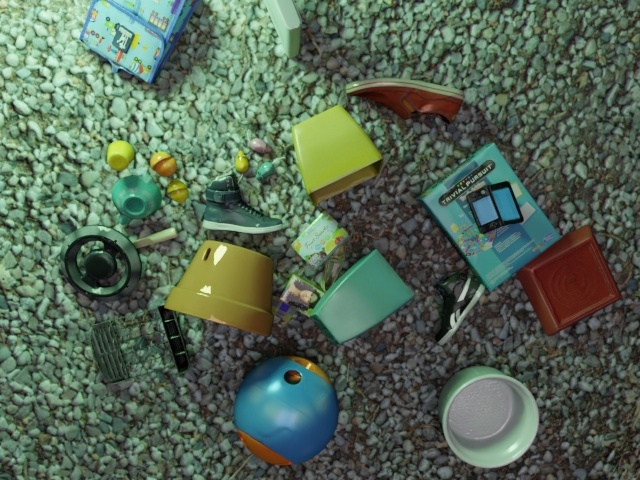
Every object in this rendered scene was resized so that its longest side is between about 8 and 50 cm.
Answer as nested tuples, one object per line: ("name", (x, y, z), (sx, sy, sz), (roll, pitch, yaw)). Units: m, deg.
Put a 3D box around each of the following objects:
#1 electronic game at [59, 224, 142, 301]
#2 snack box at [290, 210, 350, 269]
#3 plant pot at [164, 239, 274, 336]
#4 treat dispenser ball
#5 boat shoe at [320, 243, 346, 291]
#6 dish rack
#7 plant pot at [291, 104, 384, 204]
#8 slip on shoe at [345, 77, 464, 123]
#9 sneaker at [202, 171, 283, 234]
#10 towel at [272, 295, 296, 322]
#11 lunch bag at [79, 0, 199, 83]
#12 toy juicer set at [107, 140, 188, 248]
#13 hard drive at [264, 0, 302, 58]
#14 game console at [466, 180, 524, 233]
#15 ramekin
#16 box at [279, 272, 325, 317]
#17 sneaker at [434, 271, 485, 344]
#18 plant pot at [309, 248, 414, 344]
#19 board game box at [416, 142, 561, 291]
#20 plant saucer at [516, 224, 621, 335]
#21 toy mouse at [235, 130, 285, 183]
("electronic game", (-0.615, 0.065, 1.569), (0.229, 0.048, 0.229), (1, 110, 2))
("snack box", (0.000, 0.000, 1.593), (0.141, 0.037, 0.100), (-46, 72, 3))
("plant pot", (-0.249, 0.124, 1.507), (0.290, 0.291, 0.204), (16, 79, -5))
("treat dispenser ball", (-0.093, 0.462, 1.532), (0.288, 0.288, 0.288), (0, 97, -3))
("boat shoe", (0.037, 0.074, 1.614), (0.056, 0.048, 0.153), (20, 95, -5))
("dish rack", (-0.520, 0.302, 1.601), (0.271, 0.074, 0.208), (-15, 96, -1))
("plant pot", (0.028, -0.235, 1.510), (0.212, 0.212, 0.187), (-26, 84, 0))
("slip on shoe", (0.230, -0.386, 1.541), (0.331, 0.123, 0.101), (7, 100, -8))
("sneaker", (-0.211, -0.105, 1.557), (0.226, 0.086, 0.164), (5, 103, -2))
("towel", (-0.116, 0.201, 1.631), (0.083, 0.009, 0.060), (30, 115, -7))
("lunch bag", (-0.490, -0.582, 1.489), (0.220, 0.138, 0.293), (29, 107, -7))
("toy juicer set", (-0.471, -0.114, 1.554), (0.209, 0.089, 0.329), (0, 122, -11))
("hard drive", (-0.104, -0.587, 1.400), (0.040, 0.307, 0.203), (-23, 97, -1))
("game console", (0.473, -0.088, 1.526), (0.107, 0.071, 0.122), (-23, 97, 0))
("ramekin", (0.479, 0.504, 1.644), (0.277, 0.135, 0.277), (0, 97, -3))
("box", (-0.001, 0.189, 1.621), (0.232, 0.058, 0.087), (30, 94, -6))
("sneaker", (0.371, 0.189, 1.640), (0.121, 0.079, 0.217), (35, 101, 10))
("plant pot", (0.097, 0.171, 1.529), (0.234, 0.165, 0.166), (-39, 89, -16))
("board game box", (0.481, -0.066, 1.605), (0.253, 0.079, 0.336), (-38, 97, 2))
("plant saucer", (0.742, 0.124, 1.657), (0.259, 0.048, 0.259), (-28, 97, 1))
("toy mouse", (-0.170, -0.230, 1.577), (0.143, 0.031, 0.161), (0, 97, -3))
